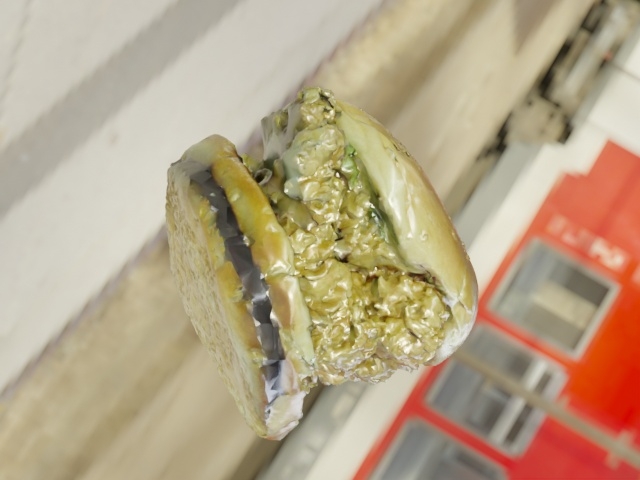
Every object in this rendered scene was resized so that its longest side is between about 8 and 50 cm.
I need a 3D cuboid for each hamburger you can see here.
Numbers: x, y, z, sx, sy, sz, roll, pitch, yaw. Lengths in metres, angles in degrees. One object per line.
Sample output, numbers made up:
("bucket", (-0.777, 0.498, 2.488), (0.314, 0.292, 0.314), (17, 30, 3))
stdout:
("hamburger", (0.000, 0.000, 0.946), (0.131, 0.159, 0.185), (-21, 152, -11))
